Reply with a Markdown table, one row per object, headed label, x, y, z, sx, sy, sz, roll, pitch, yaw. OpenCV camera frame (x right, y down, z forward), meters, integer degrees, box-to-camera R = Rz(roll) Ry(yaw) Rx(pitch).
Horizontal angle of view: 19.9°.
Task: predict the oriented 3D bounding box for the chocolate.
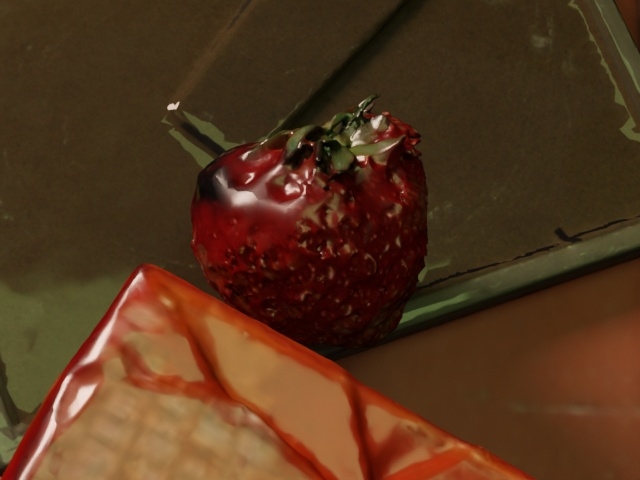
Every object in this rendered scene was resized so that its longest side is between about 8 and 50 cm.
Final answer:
| label | x | y | z | sx | sy | sz | roll | pitch | yaw |
| --- | --- | --- | --- | --- | --- | --- | --- | --- | --- |
| chocolate | -0.026 | 0.170 | 0.648 | 0.234 | 0.108 | 0.237 | 29 | 67 | -4 |

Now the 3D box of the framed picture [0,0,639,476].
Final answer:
| label | x | y | z | sx | sy | sz | roll | pitch | yaw |
| --- | --- | --- | --- | --- | --- | --- | --- | --- | --- |
| framed picture | -0.021 | -0.065 | 0.794 | 0.335 | 0.022 | 0.247 | -18 | 75 | -18 |

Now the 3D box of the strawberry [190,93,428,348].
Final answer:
| label | x | y | z | sx | sy | sz | roll | pitch | yaw |
| --- | --- | --- | --- | --- | --- | --- | --- | --- | --- |
| strawberry | -0.001 | 0.000 | 0.714 | 0.106 | 0.106 | 0.106 | 4 | 69 | -11 |
